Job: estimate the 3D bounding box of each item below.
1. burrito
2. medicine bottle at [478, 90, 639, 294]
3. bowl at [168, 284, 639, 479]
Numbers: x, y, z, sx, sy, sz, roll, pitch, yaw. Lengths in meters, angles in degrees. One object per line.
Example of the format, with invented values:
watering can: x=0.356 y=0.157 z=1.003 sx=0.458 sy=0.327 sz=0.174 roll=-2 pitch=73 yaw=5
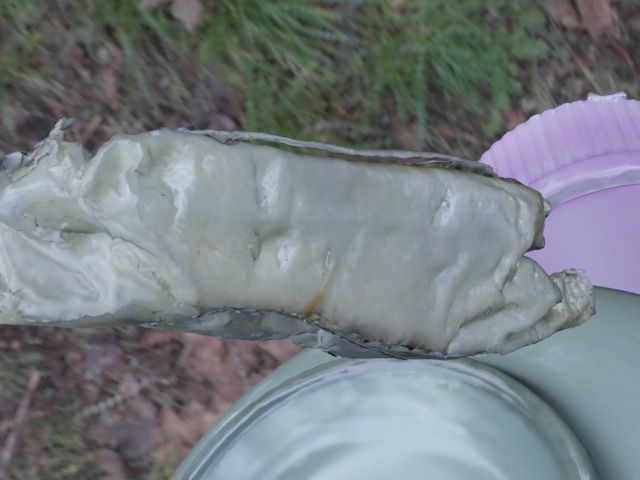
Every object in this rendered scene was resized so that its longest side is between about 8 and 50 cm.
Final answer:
burrito: x=0.000 y=0.002 z=0.565 sx=0.058 sy=0.229 sz=0.063 roll=6 pitch=90 yaw=52
medicine bottle: x=0.172 y=0.074 z=1.022 sx=0.178 sy=0.178 sz=0.290 roll=-23 pitch=38 yaw=11
bowl: x=0.053 y=0.154 z=0.697 sx=0.354 sy=0.185 sz=0.354 roll=-16 pitch=54 yaw=23
